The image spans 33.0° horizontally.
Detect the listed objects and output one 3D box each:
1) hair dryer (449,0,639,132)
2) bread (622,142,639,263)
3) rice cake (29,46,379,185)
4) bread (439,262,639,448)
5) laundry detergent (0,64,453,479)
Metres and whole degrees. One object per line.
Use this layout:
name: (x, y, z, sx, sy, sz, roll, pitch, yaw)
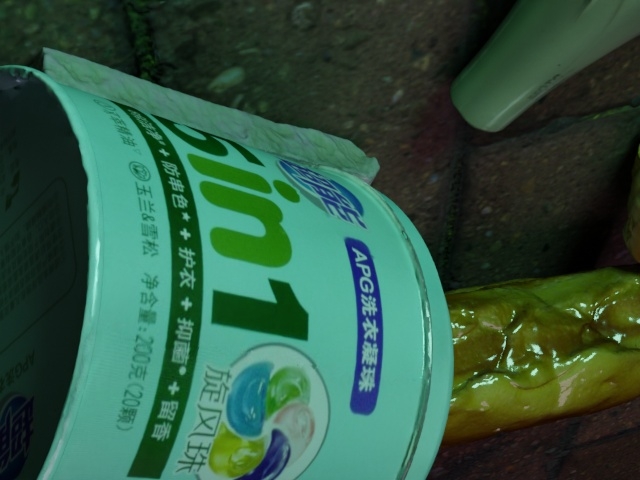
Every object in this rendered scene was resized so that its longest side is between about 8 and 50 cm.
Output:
hair dryer: (0.234, -0.173, 0.795, 0.296, 0.119, 0.298, -33, 158, 28)
bread: (0.391, -0.064, 0.996, 0.236, 0.120, 0.198, -16, 148, -10)
rice cake: (-0.094, -0.057, 0.798, 0.298, 0.050, 0.106, 12, 133, -41)
bread: (0.192, 0.115, 1.065, 0.344, 0.149, 0.195, -8, 178, -18)
laundry detergent: (-0.091, 0.071, 0.675, 0.305, 0.287, 0.287, 15, 132, -41)
